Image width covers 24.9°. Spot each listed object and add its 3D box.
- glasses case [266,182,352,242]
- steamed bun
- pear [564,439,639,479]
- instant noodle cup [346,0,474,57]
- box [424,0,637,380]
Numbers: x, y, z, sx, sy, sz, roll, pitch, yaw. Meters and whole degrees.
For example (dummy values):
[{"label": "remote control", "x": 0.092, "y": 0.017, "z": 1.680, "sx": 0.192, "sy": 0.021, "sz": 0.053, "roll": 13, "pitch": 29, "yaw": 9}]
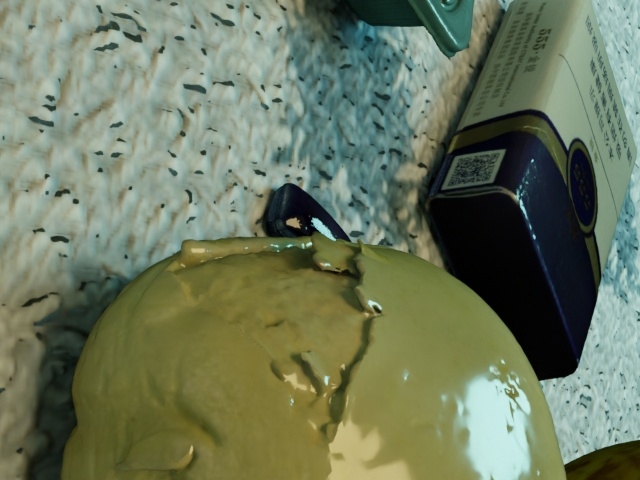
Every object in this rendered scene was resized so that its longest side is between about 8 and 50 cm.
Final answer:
[{"label": "glasses case", "x": 0.000, "y": 0.000, "z": 0.785, "sx": 0.083, "sy": 0.023, "sz": 0.033, "roll": 49, "pitch": 45, "yaw": -48}, {"label": "steamed bun", "x": 0.007, "y": 0.131, "z": 0.621, "sx": 0.232, "sy": 0.166, "sz": 0.273, "roll": 10, "pitch": 76, "yaw": -63}, {"label": "pear", "x": 0.218, "y": 0.262, "z": 0.891, "sx": 0.280, "sy": 0.280, "sz": 0.281, "roll": 20, "pitch": 67, "yaw": -59}, {"label": "instant noodle cup", "x": 0.041, "y": -0.211, "z": 0.857, "sx": 0.157, "sy": 0.070, "sz": 0.179, "roll": 45, "pitch": 46, "yaw": -52}, {"label": "box", "x": 0.159, "y": -0.046, "z": 1.043, "sx": 0.168, "sy": 0.071, "sz": 0.259, "roll": 65, "pitch": 32, "yaw": -32}]
